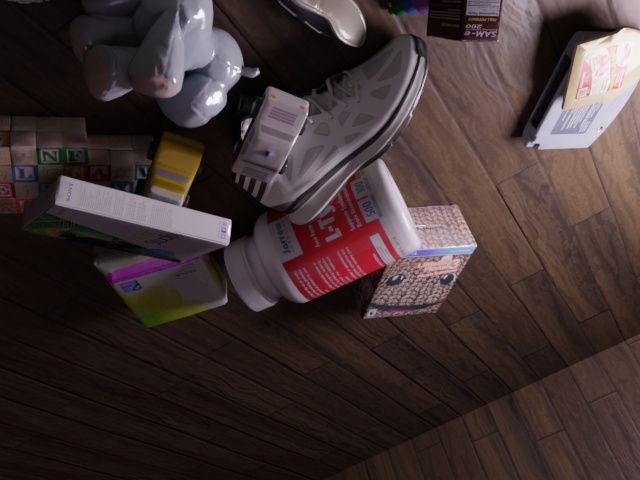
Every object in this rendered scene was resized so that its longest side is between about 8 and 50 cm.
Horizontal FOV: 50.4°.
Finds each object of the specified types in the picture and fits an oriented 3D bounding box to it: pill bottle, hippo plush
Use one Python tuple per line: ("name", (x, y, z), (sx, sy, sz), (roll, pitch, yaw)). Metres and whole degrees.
("pill bottle", (0.000, 0.000, 1.532), (0.407, 0.229, 0.229), (-26, 142, 10))
("hippo plush", (-0.243, -0.320, 1.108), (0.294, 0.234, 0.236), (-65, 158, -7))

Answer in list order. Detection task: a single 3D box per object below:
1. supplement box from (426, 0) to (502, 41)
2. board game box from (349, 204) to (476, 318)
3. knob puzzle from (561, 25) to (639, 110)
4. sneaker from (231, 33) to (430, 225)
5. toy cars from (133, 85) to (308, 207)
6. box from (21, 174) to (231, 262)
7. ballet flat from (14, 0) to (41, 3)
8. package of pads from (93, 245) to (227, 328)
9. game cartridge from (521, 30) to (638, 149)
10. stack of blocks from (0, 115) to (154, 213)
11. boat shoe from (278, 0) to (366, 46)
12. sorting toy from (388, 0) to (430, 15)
("supplement box", (0.234, -0.442, 1.075), (0.073, 0.130, 0.239), (-4, 111, -17))
("board game box", (0.229, 0.058, 1.768), (0.232, 0.141, 0.291), (-3, 141, -18))
("knob puzzle", (0.597, -0.363, 1.396), (0.213, 0.030, 0.213), (-10, 141, -8))
("sneaker", (-0.010, -0.239, 1.283), (0.257, 0.169, 0.447), (27, 116, -31))
("toy cars", (-0.186, -0.134, 1.227), (0.393, 0.087, 0.176), (-20, 131, 14))
("box", (-0.362, -0.028, 1.265), (0.322, 0.059, 0.232), (16, 161, -33))
("ballet flat", (-0.298, -0.454, 0.960), (0.408, 0.147, 0.147), (-21, 143, 9))
("package of pads", (-0.359, 0.072, 1.588), (0.229, 0.101, 0.296), (-16, 143, 1))
("game cartridge", (0.590, -0.327, 1.504), (0.198, 0.062, 0.297), (-7, 141, -20))
("stack of blocks", (-0.465, -0.141, 1.289), (0.297, 0.087, 0.171), (-2, 140, -20))
("boat shoe", (0.001, -0.402, 1.189), (0.065, 0.075, 0.206), (12, 174, 44))
("sorting toy", (0.041, -0.454, 1.117), (0.365, 0.127, 0.126), (15, 161, -39))
